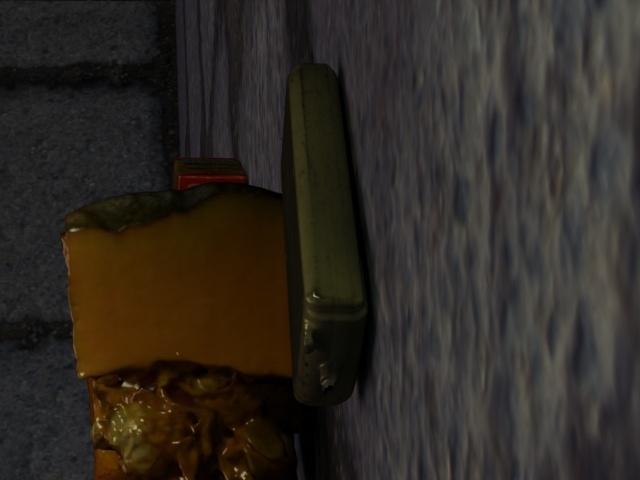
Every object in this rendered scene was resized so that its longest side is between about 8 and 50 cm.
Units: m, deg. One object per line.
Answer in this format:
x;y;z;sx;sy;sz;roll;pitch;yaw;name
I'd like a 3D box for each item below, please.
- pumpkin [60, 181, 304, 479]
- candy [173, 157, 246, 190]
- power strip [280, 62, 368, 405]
-0.067;0.081;0.756;0.280;0.139;0.190;-113;23;-67;pumpkin
-0.100;-0.049;1.275;0.122;0.062;0.038;-121;33;-77;candy
0.000;0.000;0.635;0.076;0.028;0.169;98;170;-49;power strip
